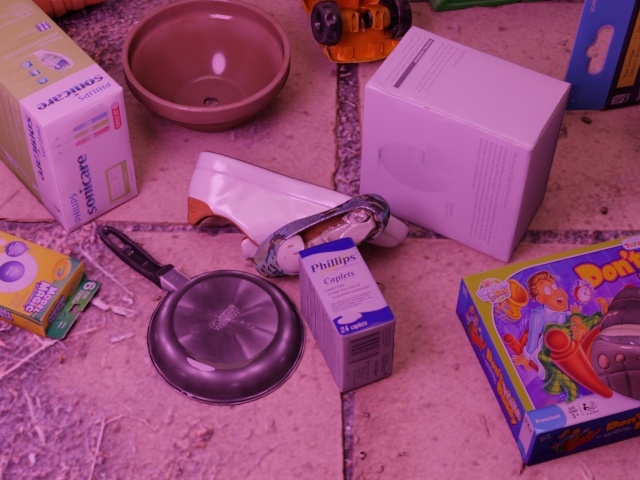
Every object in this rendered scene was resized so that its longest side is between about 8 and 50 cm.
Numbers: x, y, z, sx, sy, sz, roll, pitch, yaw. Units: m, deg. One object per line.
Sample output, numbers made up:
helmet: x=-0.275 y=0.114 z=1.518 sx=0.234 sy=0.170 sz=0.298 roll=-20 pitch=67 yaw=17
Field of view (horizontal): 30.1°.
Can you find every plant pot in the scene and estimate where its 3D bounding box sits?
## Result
plant pot: x=-0.160 y=-0.232 z=1.697 sx=0.237 sy=0.109 sz=0.237 roll=1 pitch=50 yaw=-1

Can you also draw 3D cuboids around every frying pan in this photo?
frying pan: x=-0.142 y=0.063 z=1.502 sx=0.197 sy=0.053 sz=0.326 roll=-18 pitch=56 yaw=-16

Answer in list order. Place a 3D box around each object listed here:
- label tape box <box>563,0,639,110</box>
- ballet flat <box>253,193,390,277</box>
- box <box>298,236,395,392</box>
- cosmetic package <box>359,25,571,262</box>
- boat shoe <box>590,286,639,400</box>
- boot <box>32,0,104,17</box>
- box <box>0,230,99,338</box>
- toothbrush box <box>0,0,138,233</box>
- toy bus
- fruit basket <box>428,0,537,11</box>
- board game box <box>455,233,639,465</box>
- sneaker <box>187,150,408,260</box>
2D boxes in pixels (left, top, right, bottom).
label tape box: x=0.506 y=-0.321 z=1.692 sx=0.348 sy=0.249 sz=0.115 roll=-8 pitch=52 yaw=-7
ballet flat: x=0.000 y=0.000 z=1.476 sx=0.188 sy=0.070 sz=0.070 roll=-30 pitch=53 yaw=10
box: x=0.030 y=0.088 z=1.430 sx=0.072 sy=0.126 sz=0.137 roll=-18 pitch=54 yaw=-13
cosmetic package: x=0.182 y=-0.123 z=1.542 sx=0.225 sy=0.224 sz=0.138 roll=25 pitch=55 yaw=18
boat shoe: x=0.483 y=0.122 z=1.309 sx=0.356 sy=0.132 sz=0.130 roll=14 pitch=55 yaw=6
boot: x=-0.435 y=-0.353 z=1.809 sx=0.220 sy=0.109 sz=0.283 roll=-4 pitch=44 yaw=-9
box: x=-0.380 y=0.054 z=1.505 sx=0.179 sy=0.043 sz=0.105 roll=20 pitch=54 yaw=12
toothbrush box: x=-0.380 y=-0.182 z=1.591 sx=0.122 sy=0.206 sz=0.283 roll=-31 pitch=57 yaw=-24
toy bus: x=0.028 y=-0.393 z=1.806 sx=0.150 sy=0.220 sz=0.211 roll=-11 pitch=20 yaw=-25
fruit basket: x=0.293 y=-0.564 z=1.899 sx=0.392 sy=0.283 sz=0.392 roll=1 pitch=68 yaw=-4
board game box: x=0.369 y=0.115 z=1.446 sx=0.347 sy=0.078 sz=0.233 roll=-13 pitch=52 yaw=-11
sneaker: x=-0.035 y=-0.019 z=1.557 sx=0.290 sy=0.106 sz=0.123 roll=17 pitch=87 yaw=2
